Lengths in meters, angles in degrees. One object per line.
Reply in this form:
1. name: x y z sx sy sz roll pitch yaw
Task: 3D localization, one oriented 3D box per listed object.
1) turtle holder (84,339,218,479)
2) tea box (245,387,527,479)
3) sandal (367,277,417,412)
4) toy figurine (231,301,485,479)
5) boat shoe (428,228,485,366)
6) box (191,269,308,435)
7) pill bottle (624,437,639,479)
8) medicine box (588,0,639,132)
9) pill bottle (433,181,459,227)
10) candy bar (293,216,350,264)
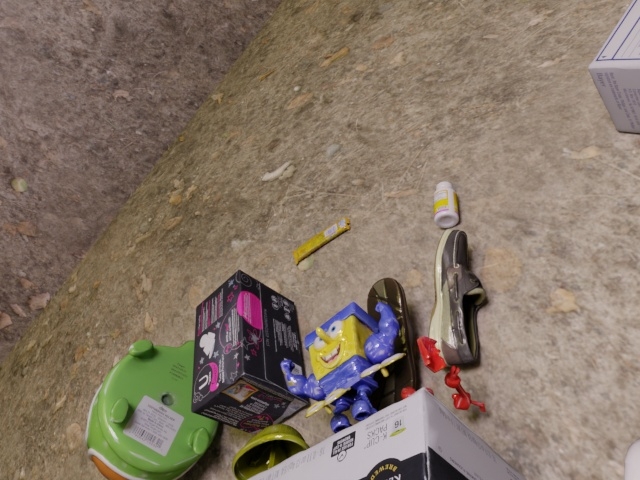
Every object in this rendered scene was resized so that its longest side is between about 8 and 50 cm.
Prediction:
1. turtle holder: -0.340 0.330 1.038 0.227 0.243 0.321 -50 41 30
2. tea box: 0.042 0.385 0.499 0.329 0.220 0.324 -38 20 26
3. sandal: 0.116 0.171 0.828 0.089 0.060 0.220 -17 66 35
4. toy figurine: 0.036 0.210 0.786 0.362 0.191 0.217 -41 31 23
5. boat shoe: 0.217 0.084 0.796 0.073 0.080 0.224 -8 58 37
6. box: -0.137 0.212 0.985 0.142 0.163 0.247 -38 37 22
7. pill bottle: 0.408 0.231 0.376 0.301 0.169 0.170 -17 47 37
8. medicine box: 0.566 -0.275 0.674 0.264 0.149 0.289 -54 36 -6
9. pill bottle: 0.227 -0.066 0.943 0.043 0.043 0.083 -22 44 33
10. candy bar: 0.000 0.000 1.149 0.161 0.018 0.040 -34 42 21
